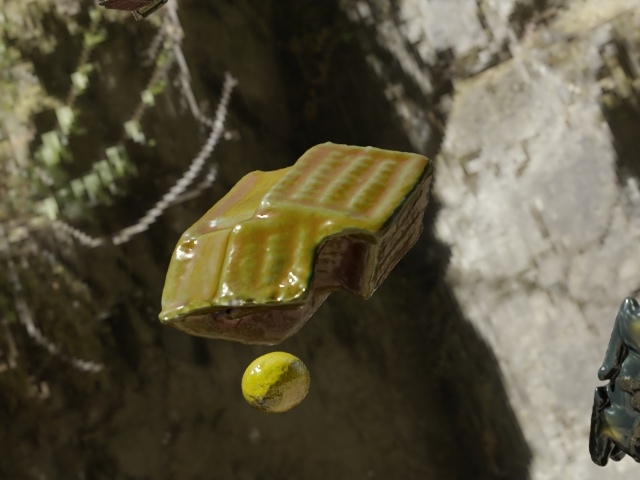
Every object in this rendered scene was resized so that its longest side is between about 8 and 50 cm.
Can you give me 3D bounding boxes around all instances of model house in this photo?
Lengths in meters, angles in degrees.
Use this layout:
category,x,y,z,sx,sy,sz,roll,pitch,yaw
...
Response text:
category,x,y,z,sx,sy,sz,roll,pitch,yaw
model house,-0.002,0.010,1.564,0.239,0.173,0.268,-16,27,45
model house,-0.128,-0.181,1.041,0.057,0.083,0.058,2,-48,-35

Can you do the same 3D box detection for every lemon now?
category,x,y,z,sx,sy,sz,roll,pitch,yaw
lemon,-0.058,0.189,2.053,0.082,0.082,0.111,-34,-12,32

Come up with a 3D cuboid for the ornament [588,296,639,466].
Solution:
category,x,y,z,sx,sy,sz,roll,pitch,yaw
ornament,0.371,0.173,1.440,0.080,0.236,0.202,-12,-59,-39
